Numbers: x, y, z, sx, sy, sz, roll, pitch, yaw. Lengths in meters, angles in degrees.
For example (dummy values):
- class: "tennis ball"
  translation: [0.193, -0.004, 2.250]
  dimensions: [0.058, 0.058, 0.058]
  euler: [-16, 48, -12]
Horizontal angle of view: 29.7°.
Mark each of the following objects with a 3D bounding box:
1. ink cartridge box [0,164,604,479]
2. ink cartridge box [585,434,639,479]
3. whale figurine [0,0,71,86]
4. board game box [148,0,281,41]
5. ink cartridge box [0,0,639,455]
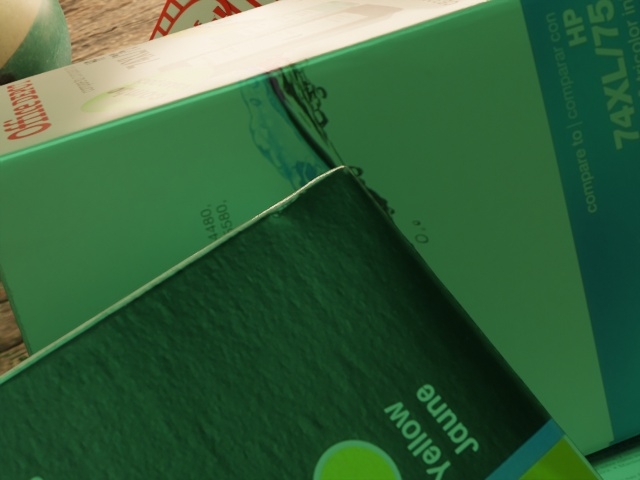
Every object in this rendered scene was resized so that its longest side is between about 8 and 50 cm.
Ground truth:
- class: "ink cartridge box"
  translation: [-0.016, 0.171, 0.311]
  dimensions: [0.307, 0.072, 0.304]
  euler: [-35, 83, -33]
- class: "ink cartridge box"
  translation: [0.072, 0.119, 0.539]
  dimensions: [0.189, 0.066, 0.232]
  euler: [-17, 15, -8]
- class: "whale figurine"
  translation: [-0.294, -0.090, 0.866]
  dimensions: [0.272, 0.141, 0.216]
  euler: [-46, 43, -6]
- class: "board game box"
  translation: [-0.056, -0.096, 0.777]
  dimensions: [0.045, 0.147, 0.193]
  euler: [16, 17, -37]
- class: "ink cartridge box"
  translation: [0.000, 0.000, 0.540]
  dimensions: [0.270, 0.197, 0.198]
  euler: [-19, 19, -12]
